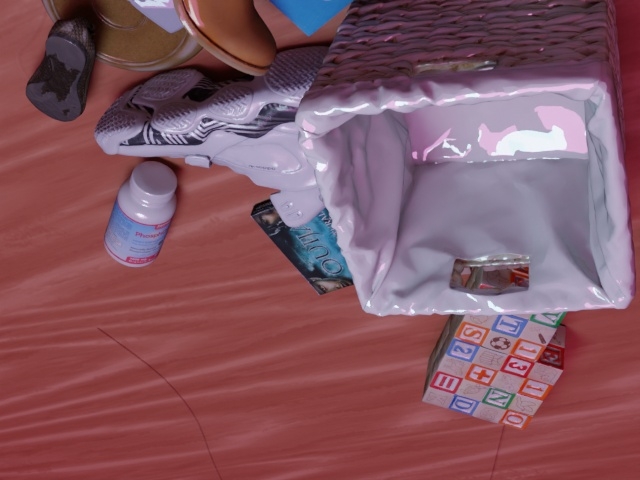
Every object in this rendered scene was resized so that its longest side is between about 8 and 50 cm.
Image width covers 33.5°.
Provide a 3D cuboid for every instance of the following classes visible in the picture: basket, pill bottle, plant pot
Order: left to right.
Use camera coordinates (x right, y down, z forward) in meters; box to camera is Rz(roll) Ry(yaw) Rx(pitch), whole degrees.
[{"bbox_3d":[-0.247,-0.301,1.326,0.236,0.032,0.236,8,135,8],"label":"plant pot"},{"bbox_3d":[-0.260,-0.040,1.555,0.087,0.087,0.160,22,137,-7],"label":"pill bottle"},{"bbox_3d":[0.185,-0.115,1.225,0.328,0.266,0.331,-3,134,19],"label":"basket"}]

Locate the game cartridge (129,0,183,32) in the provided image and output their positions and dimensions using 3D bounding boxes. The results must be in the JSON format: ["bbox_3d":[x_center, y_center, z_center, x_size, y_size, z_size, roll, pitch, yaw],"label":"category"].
[{"bbox_3d":[-0.192,-0.383,1.183,0.196,0.060,0.294,-26,124,15],"label":"game cartridge"}]

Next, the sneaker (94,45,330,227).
[{"bbox_3d":[-0.106,-0.118,1.395,0.366,0.137,0.210,-9,129,19],"label":"sneaker"}]

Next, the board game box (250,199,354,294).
[{"bbox_3d":[0.000,0.000,1.567,0.126,0.026,0.186,-19,127,30],"label":"board game box"}]

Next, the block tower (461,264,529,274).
[{"bbox_3d":[0.217,-0.017,1.443,0.336,0.091,0.097,-6,132,22],"label":"block tower"}]

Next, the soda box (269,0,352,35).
[{"bbox_3d":[0.037,-0.325,1.196,0.071,0.067,0.210,39,131,-22],"label":"soda box"}]

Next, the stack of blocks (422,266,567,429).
[{"bbox_3d":[0.279,0.151,1.597,0.171,0.087,0.297,16,136,-1],"label":"stack of blocks"}]

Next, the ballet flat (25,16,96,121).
[{"bbox_3d":[-0.333,-0.224,1.386,0.084,0.058,0.250,26,156,-10],"label":"ballet flat"}]

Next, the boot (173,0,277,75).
[{"bbox_3d":[-0.078,-0.331,1.141,0.220,0.109,0.283,-32,115,18],"label":"boot"}]
